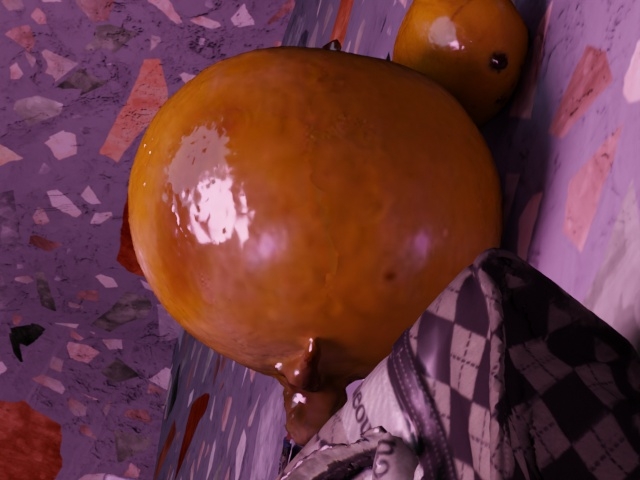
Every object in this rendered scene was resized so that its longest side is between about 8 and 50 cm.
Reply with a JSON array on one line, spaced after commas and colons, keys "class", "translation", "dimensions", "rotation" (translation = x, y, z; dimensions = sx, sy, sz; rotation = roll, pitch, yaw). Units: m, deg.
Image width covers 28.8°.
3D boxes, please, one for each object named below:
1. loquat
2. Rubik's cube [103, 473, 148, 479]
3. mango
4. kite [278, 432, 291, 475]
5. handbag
[{"class": "loquat", "translation": [0.000, 0.000, 1.091], "dimensions": [0.328, 0.328, 0.359], "rotation": [139, 132, -72]}, {"class": "Rubik's cube", "translation": [-0.179, 0.420, 1.484], "dimensions": [0.205, 0.207, 0.205], "rotation": [99, -177, -58]}, {"class": "mango", "translation": [0.126, -0.172, 1.201], "dimensions": [0.227, 0.109, 0.147], "rotation": [140, 118, -72]}, {"class": "kite", "translation": [-0.052, 0.324, 1.575], "dimensions": [0.360, 0.022, 0.204], "rotation": [104, 178, -67]}, {"class": "handbag", "translation": [0.027, 0.246, 0.735], "dimensions": [0.416, 0.180, 0.317], "rotation": [-52, 15, 27]}]
